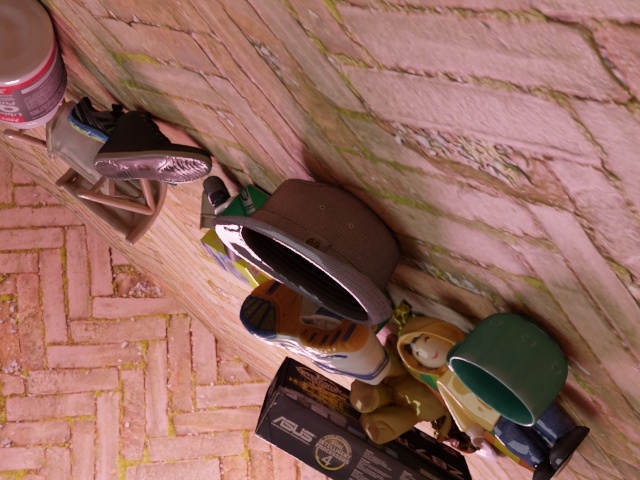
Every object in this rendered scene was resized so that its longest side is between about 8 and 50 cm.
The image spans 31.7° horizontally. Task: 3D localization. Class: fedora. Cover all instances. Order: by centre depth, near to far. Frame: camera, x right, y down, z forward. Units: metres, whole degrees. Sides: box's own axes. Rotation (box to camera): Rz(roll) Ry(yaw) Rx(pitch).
[{"bbox_3d":[0.000,0.000,1.551,0.275,0.124,0.244,28,164,21],"label":"fedora"}]

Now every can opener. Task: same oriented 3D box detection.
[{"bbox_3d":[-0.149,-0.039,1.992,0.280,0.074,0.093,86,159,-70],"label":"can opener"}]

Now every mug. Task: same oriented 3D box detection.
[{"bbox_3d":[0.231,0.145,1.403,0.157,0.097,0.129,34,163,28],"label":"mug"}]

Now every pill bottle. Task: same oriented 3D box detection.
[{"bbox_3d":[-0.550,-0.312,2.026,0.176,0.176,0.318,41,167,4],"label":"pill bottle"}]

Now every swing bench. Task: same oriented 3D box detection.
[{"bbox_3d":[-0.458,-0.158,2.287,0.253,0.165,0.255,35,170,26],"label":"swing bench"}]

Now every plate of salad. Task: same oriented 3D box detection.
[{"bbox_3d":[0.249,0.357,2.121,0.200,0.048,0.200,40,167,12],"label":"plate of salad"}]

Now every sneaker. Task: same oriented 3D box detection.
[{"bbox_3d":[-0.013,0.150,1.736,0.296,0.112,0.131,22,157,52],"label":"sneaker"},{"bbox_3d":[-0.279,-0.169,1.941,0.222,0.118,0.083,3,148,20],"label":"sneaker"},{"bbox_3d":[-0.369,-0.207,2.068,0.188,0.078,0.067,26,176,2],"label":"sneaker"}]

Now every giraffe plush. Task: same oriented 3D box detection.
[{"bbox_3d":[0.135,0.239,1.912,0.210,0.181,0.170,10,-173,-17],"label":"giraffe plush"}]

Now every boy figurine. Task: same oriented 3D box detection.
[{"bbox_3d":[0.226,0.195,1.520,0.285,0.092,0.177,43,127,15],"label":"boy figurine"}]

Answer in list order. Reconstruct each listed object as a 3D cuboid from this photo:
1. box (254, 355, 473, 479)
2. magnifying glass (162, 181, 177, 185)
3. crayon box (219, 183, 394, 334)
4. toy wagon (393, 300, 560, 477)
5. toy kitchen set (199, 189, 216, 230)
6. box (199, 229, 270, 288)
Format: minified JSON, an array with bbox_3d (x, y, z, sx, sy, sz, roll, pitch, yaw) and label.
[{"bbox_3d":[0.081,0.363,1.985,0.395,0.097,0.318,30,-173,-1],"label":"box"},{"bbox_3d":[-0.318,-0.129,2.101,0.092,0.026,0.231,31,-176,2],"label":"magnifying glass"},{"bbox_3d":[-0.021,0.038,1.818,0.278,0.081,0.165,33,164,33],"label":"crayon box"},{"bbox_3d":[0.234,0.224,1.709,0.344,0.068,0.267,37,165,19],"label":"toy wagon"},{"bbox_3d":[-0.184,-0.064,2.090,0.068,0.075,0.083,6,-156,-2],"label":"toy kitchen set"},{"bbox_3d":[-0.175,0.040,2.346,0.178,0.042,0.109,29,161,42],"label":"box"}]
